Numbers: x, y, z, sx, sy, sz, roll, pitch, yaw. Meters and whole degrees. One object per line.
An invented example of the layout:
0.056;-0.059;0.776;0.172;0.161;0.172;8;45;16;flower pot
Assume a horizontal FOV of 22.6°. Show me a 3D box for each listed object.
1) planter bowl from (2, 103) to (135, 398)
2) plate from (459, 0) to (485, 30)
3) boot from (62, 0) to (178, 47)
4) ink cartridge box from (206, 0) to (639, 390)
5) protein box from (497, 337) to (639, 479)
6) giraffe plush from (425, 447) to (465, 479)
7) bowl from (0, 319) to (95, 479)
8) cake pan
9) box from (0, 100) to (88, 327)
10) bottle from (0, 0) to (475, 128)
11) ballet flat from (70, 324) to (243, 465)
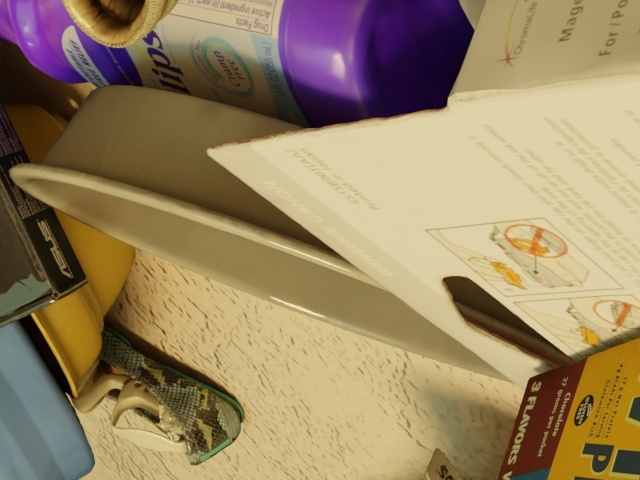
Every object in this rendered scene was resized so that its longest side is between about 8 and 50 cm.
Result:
-0.176;-0.016;0.991;0.217;0.090;0.217;51;164;20;planter bowl
0.221;-0.020;0.598;0.277;0.045;0.278;-5;129;49;plate
-0.042;-0.182;0.563;0.077;0.165;0.213;30;150;17;boot
0.137;0.006;0.545;0.239;0.060;0.275;-3;148;48;ink cartridge box
0.179;0.129;0.532;0.201;0.136;0.200;26;158;-13;protein box
0.178;0.158;0.784;0.170;0.181;0.210;-16;137;42;giraffe plush
-0.278;0.019;1.062;0.391;0.077;0.391;51;165;20;bowl
0.000;0.000;0.757;0.293;0.054;0.293;20;173;2;cake pan
-0.240;-0.024;0.826;0.184;0.045;0.191;-23;94;22;box
-0.065;-0.109;0.758;0.282;0.092;0.118;16;156;35;bottle
-0.146;0.108;1.178;0.188;0.070;0.070;24;146;27;ballet flat
